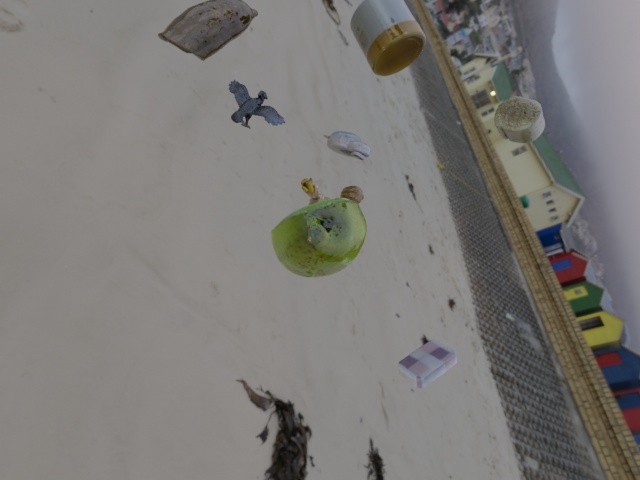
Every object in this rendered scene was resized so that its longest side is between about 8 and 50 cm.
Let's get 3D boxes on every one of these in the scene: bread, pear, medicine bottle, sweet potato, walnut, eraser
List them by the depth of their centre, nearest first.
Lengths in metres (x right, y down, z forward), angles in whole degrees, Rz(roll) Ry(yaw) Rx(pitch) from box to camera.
[{"bbox_3d":[0.204,0.233,0.773,0.105,0.065,0.026,-23,117,-25],"label":"eraser"},{"bbox_3d":[0.000,0.000,1.361,0.318,0.343,0.238,42,29,-83],"label":"pear"},{"bbox_3d":[-0.366,-0.741,1.389,0.370,0.158,0.157,-43,115,-17],"label":"sweet potato"},{"bbox_3d":[0.697,-0.422,1.418,0.141,0.148,0.133,11,92,-55],"label":"bread"},{"bbox_3d":[0.270,-0.835,1.641,0.238,0.238,0.231,2,61,-63],"label":"medicine bottle"},{"bbox_3d":[0.152,-0.214,1.957,0.105,0.125,0.105,-10,103,-51],"label":"walnut"}]

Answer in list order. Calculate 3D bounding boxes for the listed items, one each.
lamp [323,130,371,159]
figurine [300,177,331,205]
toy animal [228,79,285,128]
[{"bbox_3d":[0.140,-0.468,1.965,0.180,0.246,0.107,13,101,-52],"label":"lamp"},{"bbox_3d":[-0.014,-0.184,1.904,0.131,0.156,0.246,-51,126,-23],"label":"figurine"},{"bbox_3d":[-0.180,-0.344,1.048,0.220,0.108,0.062,46,14,21],"label":"toy animal"}]
